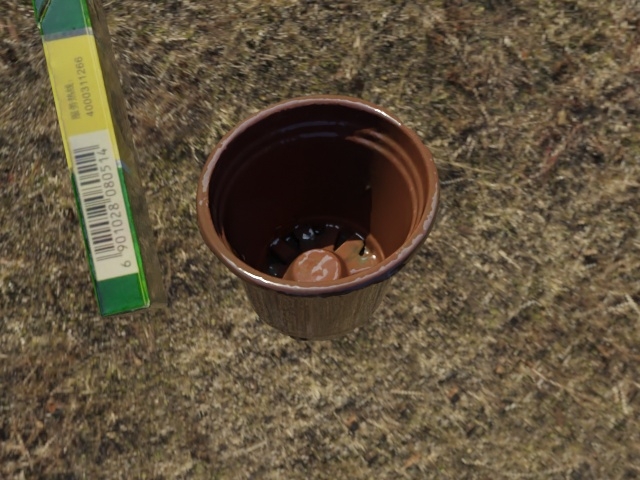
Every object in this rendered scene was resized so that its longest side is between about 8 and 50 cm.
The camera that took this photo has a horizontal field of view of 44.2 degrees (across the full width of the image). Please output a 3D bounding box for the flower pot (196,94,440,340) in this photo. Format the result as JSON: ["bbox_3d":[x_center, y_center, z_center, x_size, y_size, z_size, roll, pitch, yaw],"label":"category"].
[{"bbox_3d":[0.000,0.000,0.383,0.111,0.111,0.089,-20,147,-11],"label":"flower pot"}]

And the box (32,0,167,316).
[{"bbox_3d":[-0.144,-0.067,0.519,0.034,0.132,0.235,-12,88,-7],"label":"box"}]
